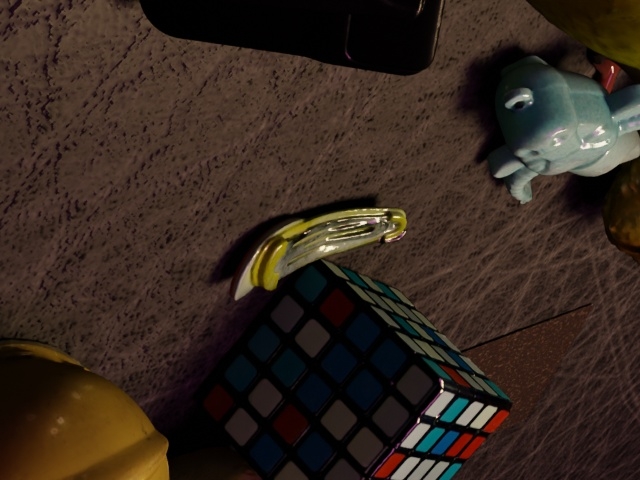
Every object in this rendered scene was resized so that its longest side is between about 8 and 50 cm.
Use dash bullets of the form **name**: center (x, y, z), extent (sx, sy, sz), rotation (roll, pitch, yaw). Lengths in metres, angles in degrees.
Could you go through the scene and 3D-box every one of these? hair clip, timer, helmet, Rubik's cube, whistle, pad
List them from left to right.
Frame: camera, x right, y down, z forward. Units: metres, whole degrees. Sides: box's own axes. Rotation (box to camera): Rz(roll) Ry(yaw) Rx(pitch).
- **helmet**: center (-0.189, 0.174, 0.899), extent (0.257, 0.140, 0.205), rotation (0, 90, -54)
- **timer**: center (-0.016, -0.167, 0.762), extent (0.144, 0.187, 0.055), rotation (96, 3, -48)
- **hair clip**: center (0.000, 0.000, 1.117), extent (0.188, 0.033, 0.060), rotation (-17, 138, -36)
- **Rubik's cube**: center (0.035, 0.151, 1.195), extent (0.182, 0.184, 0.187), rotation (-51, 149, 9)
- **pad**: center (0.211, 0.195, 1.656), extent (0.330, 0.004, 0.220), rotation (-13, 137, -44)
- **whistle**: center (0.237, -0.108, 1.229), extent (0.186, 0.093, 0.274), rotation (-25, 160, 28)

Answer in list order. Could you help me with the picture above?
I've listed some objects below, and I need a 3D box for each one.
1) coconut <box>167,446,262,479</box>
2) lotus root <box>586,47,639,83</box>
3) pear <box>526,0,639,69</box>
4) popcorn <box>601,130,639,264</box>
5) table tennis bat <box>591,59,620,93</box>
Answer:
- **coconut**: center (-0.085, 0.329, 1.185), extent (0.259, 0.259, 0.259), rotation (-32, 148, -23)
- **lotus root**: center (0.344, -0.276, 1.012), extent (0.250, 0.316, 0.316), rotation (-20, 142, -41)
- **pear**: center (0.175, -0.272, 0.777), extent (0.238, 0.318, 0.342), rotation (-13, 107, -13)
- **popcorn**: center (0.456, -0.054, 1.390), extent (0.247, 0.282, 0.282), rotation (-41, 152, -30)
- **table tennis bat**: center (0.295, -0.187, 1.280), extent (0.098, 0.019, 0.155), rotation (-20, 139, -39)
